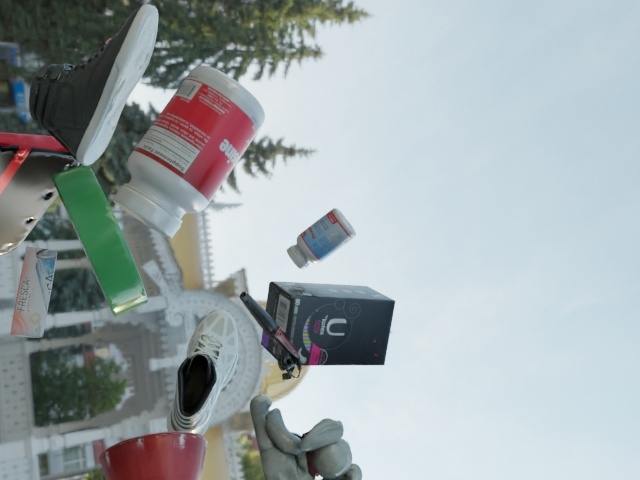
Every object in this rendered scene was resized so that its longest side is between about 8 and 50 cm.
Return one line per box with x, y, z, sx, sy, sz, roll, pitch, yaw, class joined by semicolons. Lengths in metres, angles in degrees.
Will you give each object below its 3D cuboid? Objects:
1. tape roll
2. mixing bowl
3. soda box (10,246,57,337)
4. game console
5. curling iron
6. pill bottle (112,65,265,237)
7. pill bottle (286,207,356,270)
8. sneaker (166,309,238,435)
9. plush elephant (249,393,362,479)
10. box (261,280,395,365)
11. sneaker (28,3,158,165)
-0.462;0.000;1.347;0.321;0.077;0.321;53;-22;33;tape roll
-0.275;0.401;1.077;0.181;0.182;0.098;119;-35;-48;mixing bowl
-0.591;0.108;1.328;0.058;0.063;0.183;161;-63;-65;soda box
-0.756;-0.094;1.444;0.386;0.342;0.060;-46;-108;21;game console
-0.092;0.188;1.262;0.068;0.035;0.274;-88;161;-45;curling iron
-0.338;-0.219;1.638;0.407;0.229;0.229;-57;-154;-10;pill bottle
0.000;0.000;1.553;0.160;0.087;0.087;-37;-132;7;pill bottle
-0.331;0.364;1.952;0.257;0.169;0.447;116;-11;-50;sneaker
-0.032;0.571;1.733;0.330;0.256;0.271;-120;-162;-66;plush elephant
0.017;0.194;1.502;0.143;0.271;0.165;24;-72;62;box
-0.389;-0.284;1.073;0.295;0.147;0.104;-57;-179;17;sneaker
